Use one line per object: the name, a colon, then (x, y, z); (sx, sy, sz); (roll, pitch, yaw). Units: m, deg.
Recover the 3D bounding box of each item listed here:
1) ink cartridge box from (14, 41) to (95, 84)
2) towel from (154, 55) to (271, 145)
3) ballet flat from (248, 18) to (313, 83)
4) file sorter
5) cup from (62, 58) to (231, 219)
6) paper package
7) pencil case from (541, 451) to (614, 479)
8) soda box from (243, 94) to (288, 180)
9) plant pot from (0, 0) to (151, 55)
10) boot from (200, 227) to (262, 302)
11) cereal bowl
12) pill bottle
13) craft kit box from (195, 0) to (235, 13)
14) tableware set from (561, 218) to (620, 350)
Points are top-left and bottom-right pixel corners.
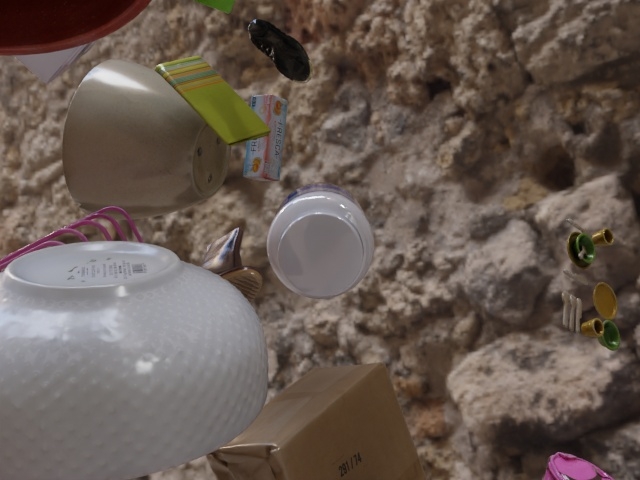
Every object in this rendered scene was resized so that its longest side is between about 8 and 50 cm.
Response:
ink cartridge box: (-0.434, -0.409, 1.198); (0.197, 0.270, 0.198); (-43, 19, 11)
towel: (-0.199, -0.257, 1.459); (0.102, 0.237, 0.021); (-24, -30, -36)
ballet flat: (-0.062, -0.319, 1.341); (0.057, 0.173, 0.049); (-45, -32, 8)
file sorter: (-0.375, 0.078, 1.189); (0.202, 0.182, 0.291); (-26, 10, 6)
cup: (-0.323, -0.185, 1.612); (0.236, 0.331, 0.331); (12, -6, 18)
paper package: (0.010, 0.403, 1.338); (0.168, 0.310, 0.324); (-13, 10, 39)
pencil case: (0.282, 0.354, 0.964); (0.095, 0.210, 0.098); (10, 25, -15)
soda box: (-0.119, -0.222, 1.739); (0.062, 0.183, 0.058); (3, -5, 37)
plant pot: (-0.251, -0.324, 0.577); (0.272, 0.265, 0.272); (-6, -21, -2)
boot: (-0.189, 0.049, 1.616); (0.090, 0.207, 0.248); (34, -43, -25)
cereal bowl: (-0.217, 0.087, 0.772); (0.338, 0.141, 0.339); (0, 14, 0)
pill bottle: (0.000, 0.000, 1.158); (0.152, 0.153, 0.272); (-9, 9, 1)
craft kit box: (-0.174, -0.419, 0.913); (0.249, 0.061, 0.247); (14, -53, -25)
tableware set: (0.338, 0.052, 0.973); (0.104, 0.154, 0.024); (26, -30, -29)
